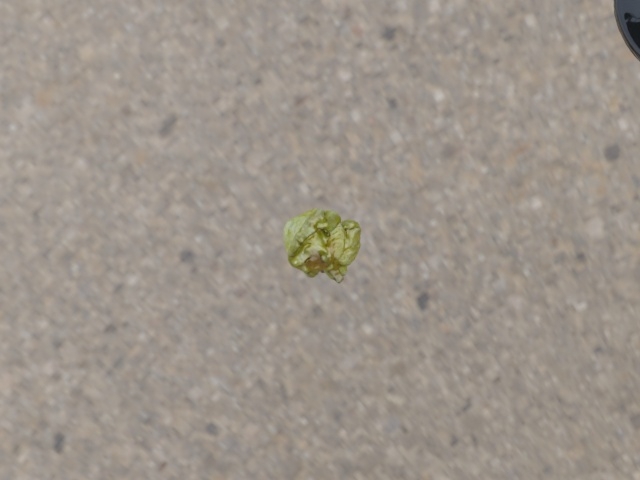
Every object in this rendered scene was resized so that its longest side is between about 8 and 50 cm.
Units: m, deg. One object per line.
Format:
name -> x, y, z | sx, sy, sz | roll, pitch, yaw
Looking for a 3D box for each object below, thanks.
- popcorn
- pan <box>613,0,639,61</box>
popcorn -> -0.003, 0.001, 1.371 | 0.068, 0.083, 0.059 | 20, 77, 14
pan -> 0.321, -0.200, 1.204 | 0.235, 0.028, 0.136 | -25, 90, 31
